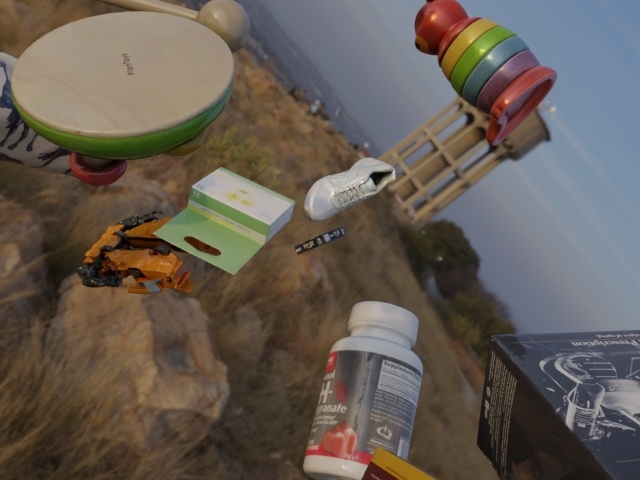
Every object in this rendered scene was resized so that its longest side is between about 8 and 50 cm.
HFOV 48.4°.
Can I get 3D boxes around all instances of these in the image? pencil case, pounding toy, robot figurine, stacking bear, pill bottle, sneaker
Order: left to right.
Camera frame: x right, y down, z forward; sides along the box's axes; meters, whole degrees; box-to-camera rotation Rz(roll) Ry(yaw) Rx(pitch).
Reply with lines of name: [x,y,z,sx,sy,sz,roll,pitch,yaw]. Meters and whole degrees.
pencil case: [-0.470,-0.207,1.046,0.410,0.183,0.160,15,42,-44]
pounding toy: [-0.162,-0.127,0.648,0.110,0.183,0.237,93,4,-46]
robot figurine: [-0.346,0.029,1.406,0.211,0.291,0.085,-57,133,-36]
sneaker: [0.042,-0.075,1.013,0.061,0.152,0.054,16,-45,56]
pill bottle: [0.088,0.280,1.287,0.176,0.176,0.319,44,52,-46]
stacking bear: [0.293,-0.354,1.372,0.289,0.164,0.175,48,-3,17]

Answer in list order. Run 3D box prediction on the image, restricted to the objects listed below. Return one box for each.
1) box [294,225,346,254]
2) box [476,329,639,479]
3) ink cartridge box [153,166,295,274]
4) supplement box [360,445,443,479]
box: [0.000,0.000,1.315,0.083,0.067,0.018,-21,88,-59]
box: [0.410,0.252,0.850,0.312,0.343,0.179,-116,-153,-68]
ink cartridge box: [-0.170,-0.044,1.306,0.171,0.056,0.235,26,30,10]
supplement box: [0.105,0.352,0.744,0.129,0.194,0.191,32,-12,-18]
